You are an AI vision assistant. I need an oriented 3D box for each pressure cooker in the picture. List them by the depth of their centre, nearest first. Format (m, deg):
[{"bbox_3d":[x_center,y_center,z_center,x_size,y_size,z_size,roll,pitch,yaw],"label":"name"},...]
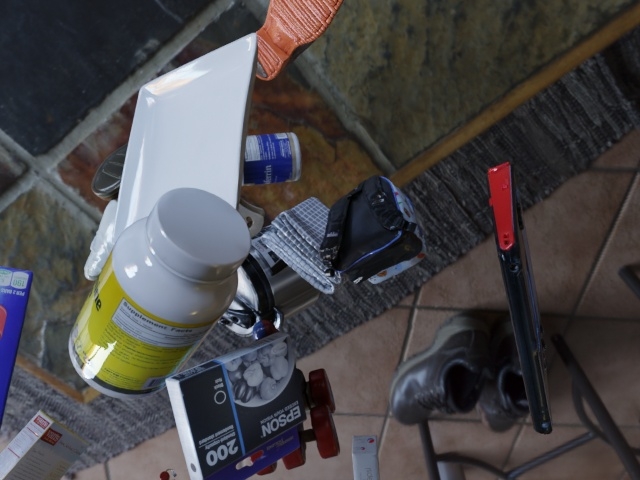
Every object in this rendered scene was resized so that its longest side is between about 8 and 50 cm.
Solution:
[{"bbox_3d":[-0.234,0.158,2.055,0.370,0.420,0.375,-16,97,50],"label":"pressure cooker"}]

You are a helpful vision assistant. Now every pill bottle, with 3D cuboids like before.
[{"bbox_3d":[-0.243,0.083,0.840,0.188,0.188,0.334,27,126,-18],"label":"pill bottle"},{"bbox_3d":[-0.200,-0.248,1.704,0.265,0.153,0.153,-7,125,-12],"label":"pill bottle"}]

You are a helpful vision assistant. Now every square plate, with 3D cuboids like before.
[{"bbox_3d":[-0.244,-0.170,1.013,0.344,0.347,0.049,-8,160,37],"label":"square plate"}]

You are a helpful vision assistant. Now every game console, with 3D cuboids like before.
[{"bbox_3d":[0.357,0.084,0.975,0.060,0.342,0.386,-12,116,18],"label":"game console"}]

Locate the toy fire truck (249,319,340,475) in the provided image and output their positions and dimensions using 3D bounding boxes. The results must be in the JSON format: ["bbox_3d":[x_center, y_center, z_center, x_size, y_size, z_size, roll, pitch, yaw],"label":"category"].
[{"bbox_3d":[-0.076,0.299,1.120,0.169,0.302,0.253,-15,112,2],"label":"toy fire truck"}]

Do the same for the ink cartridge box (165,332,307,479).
[{"bbox_3d":[-0.117,0.275,0.860,0.045,0.206,0.208,-3,101,49],"label":"ink cartridge box"}]

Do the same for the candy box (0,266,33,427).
[{"bbox_3d":[-0.556,0.180,0.722,0.268,0.317,0.122,12,149,-27],"label":"candy box"}]

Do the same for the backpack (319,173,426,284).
[{"bbox_3d":[0.150,-0.032,1.491,0.277,0.263,0.213,-27,139,24],"label":"backpack"}]

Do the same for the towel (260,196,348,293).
[{"bbox_3d":[0.000,0.000,1.650,0.284,0.235,0.121,41,126,7],"label":"towel"}]

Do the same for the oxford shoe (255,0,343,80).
[{"bbox_3d":[-0.044,-0.506,1.252,0.130,0.133,0.364,52,144,-12],"label":"oxford shoe"}]

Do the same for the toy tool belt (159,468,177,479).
[{"bbox_3d":[-0.291,0.503,1.105,0.052,0.083,0.051,-36,152,-25],"label":"toy tool belt"}]

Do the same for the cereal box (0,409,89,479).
[{"bbox_3d":[-0.555,0.445,1.015,0.047,0.240,0.173,27,150,19],"label":"cereal box"}]

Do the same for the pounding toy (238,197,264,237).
[{"bbox_3d":[-0.246,-0.068,1.573,0.154,0.155,0.269,-21,109,3],"label":"pounding toy"}]

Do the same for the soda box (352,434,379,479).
[{"bbox_3d":[0.128,0.644,1.513,0.069,0.074,0.216,-4,109,6],"label":"soda box"}]

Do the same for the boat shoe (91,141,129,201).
[{"bbox_3d":[-0.450,-0.200,1.405,0.111,0.307,0.104,19,148,20],"label":"boat shoe"}]

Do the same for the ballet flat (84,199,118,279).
[{"bbox_3d":[-0.472,0.107,1.282,0.139,0.139,0.400,-14,92,8],"label":"ballet flat"}]
